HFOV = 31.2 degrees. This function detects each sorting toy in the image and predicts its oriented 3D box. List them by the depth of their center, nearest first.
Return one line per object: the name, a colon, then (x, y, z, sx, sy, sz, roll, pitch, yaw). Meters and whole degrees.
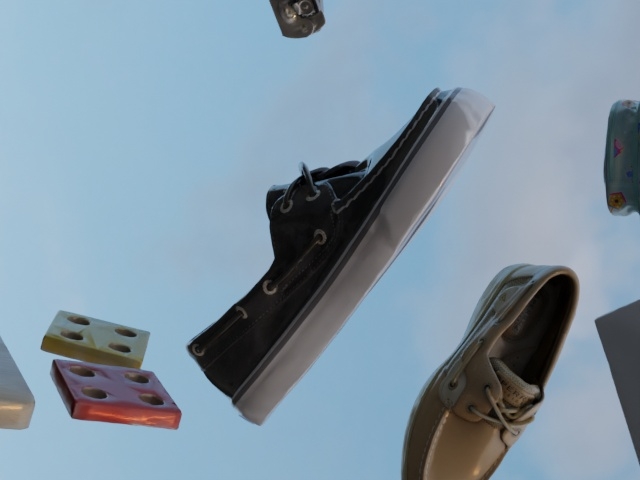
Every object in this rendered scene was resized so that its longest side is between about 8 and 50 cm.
sorting toy: (-0.191, 0.055, 0.468, 0.132, 0.274, 0.046, 34, -69, 58)

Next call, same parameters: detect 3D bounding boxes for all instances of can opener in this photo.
can opener: (-0.065, -0.449, 1.767, 0.076, 0.095, 0.283, -15, -70, 17)

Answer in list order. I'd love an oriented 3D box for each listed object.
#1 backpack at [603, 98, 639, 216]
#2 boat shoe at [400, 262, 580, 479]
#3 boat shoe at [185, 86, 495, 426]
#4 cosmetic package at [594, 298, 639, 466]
backpack: (0.383, -0.103, 1.226, 0.144, 0.166, 0.188, 12, -79, 27)
boat shoe: (0.201, 0.176, 1.352, 0.341, 0.122, 0.110, -65, -165, -12)
boat shoe: (0.000, 0.000, 0.600, 0.076, 0.080, 0.228, 38, -58, 4)
cosmetic package: (0.384, 0.138, 0.958, 0.224, 0.138, 0.224, -29, -124, 31)
